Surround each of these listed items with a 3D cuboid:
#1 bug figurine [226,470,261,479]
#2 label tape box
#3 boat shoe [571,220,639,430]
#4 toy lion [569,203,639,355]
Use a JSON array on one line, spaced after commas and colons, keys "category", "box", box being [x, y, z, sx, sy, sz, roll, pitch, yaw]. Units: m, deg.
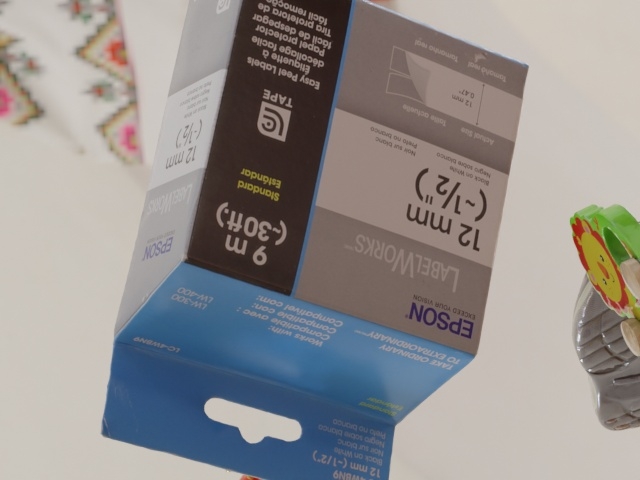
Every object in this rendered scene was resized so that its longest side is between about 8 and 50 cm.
[{"category": "bug figurine", "box": [-0.026, 0.319, 1.625, 0.072, 0.216, 0.279, 2, -91, -30]}, {"category": "label tape box", "box": [0.000, 0.000, 1.377, 0.249, 0.115, 0.348, 19, -109, -26]}, {"category": "boat shoe", "box": [0.324, 0.076, 2.027, 0.355, 0.132, 0.130, 79, 180, -56]}, {"category": "toy lion", "box": [0.179, 0.013, 1.122, 0.096, 0.034, 0.100, 58, 169, 34]}]
